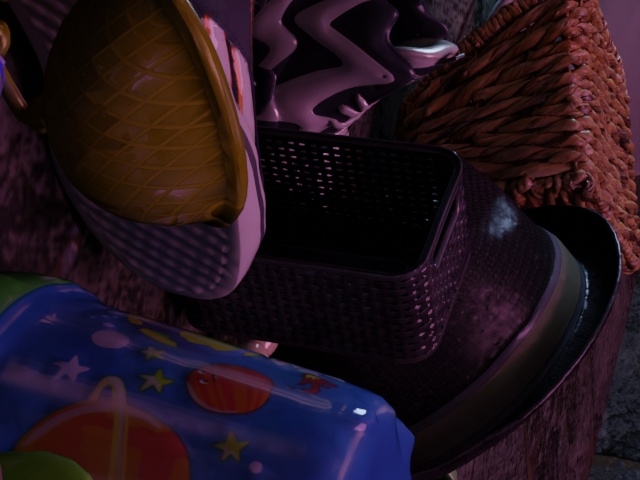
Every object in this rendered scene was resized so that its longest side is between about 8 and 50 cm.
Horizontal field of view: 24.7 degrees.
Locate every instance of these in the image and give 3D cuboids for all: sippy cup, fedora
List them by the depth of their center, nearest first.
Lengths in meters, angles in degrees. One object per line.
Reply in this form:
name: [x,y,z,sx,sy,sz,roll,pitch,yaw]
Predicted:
sippy cup: [-0.077,0.144,0.736,0.305,0.224,0.240,-50,144,-58]
fedora: [0.075,0.041,1.160,0.152,0.334,0.334,53,39,-22]

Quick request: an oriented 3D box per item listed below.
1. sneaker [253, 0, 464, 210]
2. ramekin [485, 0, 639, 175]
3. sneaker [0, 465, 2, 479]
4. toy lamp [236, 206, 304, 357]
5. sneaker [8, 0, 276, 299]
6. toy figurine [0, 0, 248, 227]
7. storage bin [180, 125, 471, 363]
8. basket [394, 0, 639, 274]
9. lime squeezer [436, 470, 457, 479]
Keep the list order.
sneaker: [0.028,-0.104,1.048,0.094,0.153,0.235,-44,137,-58]
ramekin: [0.319,-0.214,1.700,0.127,0.272,0.273,-71,161,-65]
sneaker: [-0.219,0.031,0.527,0.222,0.118,0.083,64,26,-6]
toy lamp: [-0.055,0.100,1.006,0.080,0.080,0.275,74,29,-49]
sneaker: [-0.083,-0.112,0.770,0.127,0.126,0.321,-59,149,-37]
toy figurine: [-0.168,-0.118,0.511,0.217,0.191,0.363,-42,138,-38]
storage bin: [0.000,0.000,0.967,0.084,0.180,0.122,79,26,-44]
basket: [0.186,-0.098,1.433,0.299,0.213,0.223,39,48,-63]
lime squeezer: [0.114,0.197,1.296,0.110,0.059,0.310,-39,165,-5]
